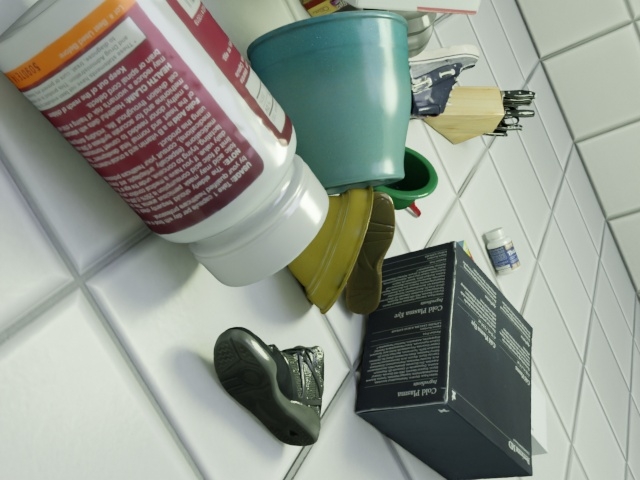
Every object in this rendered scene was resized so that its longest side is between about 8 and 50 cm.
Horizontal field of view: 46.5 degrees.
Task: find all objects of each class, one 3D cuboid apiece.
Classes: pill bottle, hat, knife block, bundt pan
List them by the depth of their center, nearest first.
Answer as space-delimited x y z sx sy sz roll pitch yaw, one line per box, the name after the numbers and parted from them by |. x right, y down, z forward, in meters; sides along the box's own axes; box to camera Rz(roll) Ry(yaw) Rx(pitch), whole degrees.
-0.171 -0.140 0.899 0.392 0.224 0.224 52 36 -29 | pill bottle
0.142 -0.082 1.556 0.208 0.184 0.173 12 44 -7 | hat
0.166 -0.541 1.591 0.331 0.124 0.331 173 -90 -88 | bundt pan
0.419 -0.347 1.927 0.275 0.242 0.088 23 54 -51 | knife block
0.486 0.029 1.996 0.067 0.067 0.120 -31 100 -59 | pill bottle

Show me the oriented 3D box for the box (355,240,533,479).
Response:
0.243 0.232 1.376 0.343 0.178 0.313 43 44 -37 | box

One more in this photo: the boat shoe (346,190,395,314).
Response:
0.077 0.016 1.290 0.073 0.080 0.224 -112 -154 -67 | boat shoe

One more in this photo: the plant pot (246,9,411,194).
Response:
0.033 -0.210 1.237 0.271 0.271 0.256 -8 87 -59 | plant pot

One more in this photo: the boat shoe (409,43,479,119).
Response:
0.284 -0.383 1.826 0.340 0.127 0.158 -18 95 -39 | boat shoe

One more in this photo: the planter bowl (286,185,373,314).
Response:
0.000 0.000 1.177 0.090 0.217 0.217 20 47 -8 | planter bowl

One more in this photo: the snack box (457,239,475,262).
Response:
0.320 0.135 1.657 0.207 0.070 0.175 58 32 -29 | snack box

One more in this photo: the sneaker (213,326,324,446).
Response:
-0.064 0.173 1.032 0.228 0.087 0.130 52 34 -33 | sneaker

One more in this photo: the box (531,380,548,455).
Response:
0.363 0.366 1.513 0.091 0.170 0.130 48 38 -32 | box

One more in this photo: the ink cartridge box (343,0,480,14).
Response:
0.065 -0.518 1.266 0.279 0.384 0.161 -10 126 -36 | ink cartridge box

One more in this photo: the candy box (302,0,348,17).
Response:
0.027 -0.554 1.551 0.053 0.109 0.187 44 39 -40 | candy box
